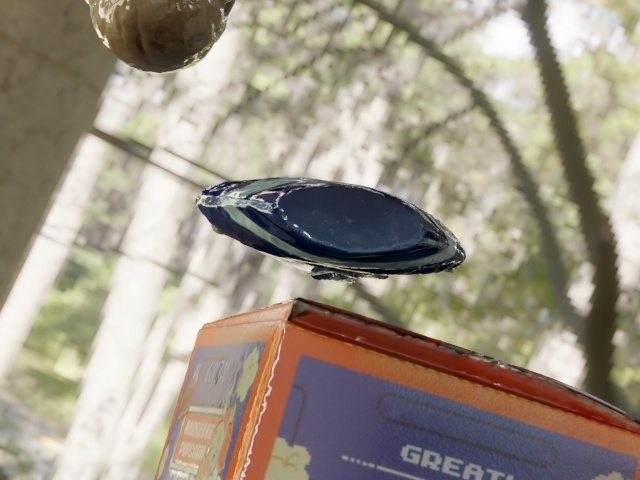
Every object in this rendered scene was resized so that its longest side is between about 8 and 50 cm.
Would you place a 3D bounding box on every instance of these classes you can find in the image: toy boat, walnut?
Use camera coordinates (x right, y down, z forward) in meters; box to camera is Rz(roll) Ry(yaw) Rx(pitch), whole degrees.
[{"bbox_3d":[0.027,0.004,1.620,0.210,0.070,0.291,10,-10,20],"label":"toy boat"},{"bbox_3d":[-0.145,-0.220,1.722,0.140,0.140,0.162,25,0,20],"label":"walnut"}]

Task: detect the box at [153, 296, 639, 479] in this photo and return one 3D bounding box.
[{"bbox_3d":[0.045,0.215,1.522,0.318,0.257,0.348,19,-8,-10],"label":"box"}]
